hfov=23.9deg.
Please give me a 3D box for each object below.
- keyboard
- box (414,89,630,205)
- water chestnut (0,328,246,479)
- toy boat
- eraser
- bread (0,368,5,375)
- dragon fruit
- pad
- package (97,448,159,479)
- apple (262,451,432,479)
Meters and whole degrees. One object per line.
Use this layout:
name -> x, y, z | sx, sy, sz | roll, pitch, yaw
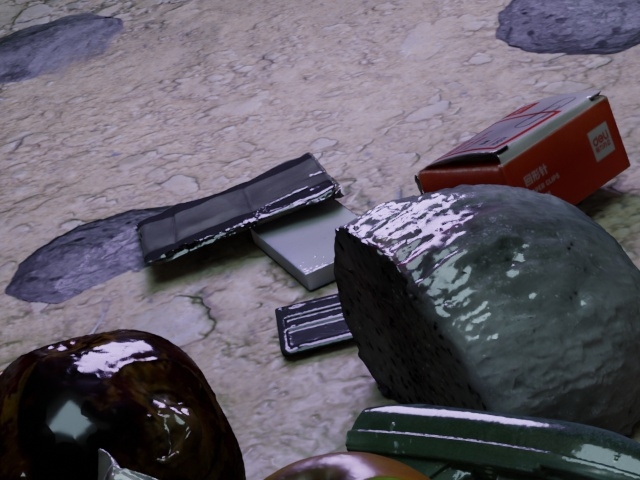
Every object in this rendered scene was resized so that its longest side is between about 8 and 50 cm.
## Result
keyboard -> 0.142, 0.041, 1.489 | 0.381, 0.041, 0.103 | -19, 28, 4
box -> 0.210, -0.078, 1.577 | 0.182, 0.099, 0.133 | -32, 16, -32
water chestnut -> -0.176, 0.182, 1.191 | 0.224, 0.238, 0.223 | 22, 36, -17
toy boat -> 0.136, 0.167, 1.054 | 0.261, 0.078, 0.085 | 4, 57, 34
eraser -> 0.000, 0.000, 1.639 | 0.104, 0.023, 0.150 | -24, 29, -17
bread -> -0.281, 0.192, 1.324 | 0.140, 0.106, 0.236 | 13, 39, 39
dragon fruit -> 0.157, 0.047, 1.280 | 0.221, 0.204, 0.283 | -23, 29, -17
pad -> -0.098, -0.038, 1.730 | 0.233, 0.022, 0.174 | -21, 19, -4
package -> -0.108, 0.278, 0.978 | 0.062, 0.203, 0.251 | -3, 19, -32
apple -> 0.015, 0.215, 0.982 | 0.163, 0.147, 0.146 | -15, 36, 44
